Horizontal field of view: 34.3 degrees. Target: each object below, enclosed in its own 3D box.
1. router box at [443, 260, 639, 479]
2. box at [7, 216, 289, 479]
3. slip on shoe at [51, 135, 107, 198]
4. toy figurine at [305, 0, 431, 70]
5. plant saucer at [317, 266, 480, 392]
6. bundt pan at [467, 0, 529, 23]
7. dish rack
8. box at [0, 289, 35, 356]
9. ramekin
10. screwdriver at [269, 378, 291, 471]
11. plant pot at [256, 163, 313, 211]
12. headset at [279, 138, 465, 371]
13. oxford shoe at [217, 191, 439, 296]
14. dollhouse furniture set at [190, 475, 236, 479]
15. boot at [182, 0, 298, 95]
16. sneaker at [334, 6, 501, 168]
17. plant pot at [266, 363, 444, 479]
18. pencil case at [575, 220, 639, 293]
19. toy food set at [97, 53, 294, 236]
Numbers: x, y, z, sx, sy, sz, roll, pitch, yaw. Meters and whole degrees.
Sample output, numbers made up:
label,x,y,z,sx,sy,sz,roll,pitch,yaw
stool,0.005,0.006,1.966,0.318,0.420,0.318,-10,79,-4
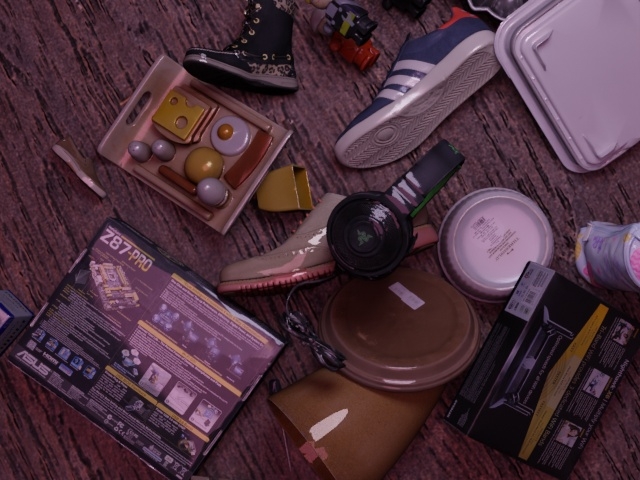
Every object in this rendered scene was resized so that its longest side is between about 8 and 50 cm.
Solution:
label,x,y,z,sx,sy,sz,roll,pitch,yaw
router box,0.384,0.224,1.751,0.243,0.081,0.308,29,89,-27
box,-0.306,0.196,1.848,0.395,0.097,0.318,35,92,5
slip on shoe,-0.433,-0.135,1.898,0.041,0.051,0.135,-43,79,-11
toy figurine,0.079,-0.425,1.795,0.148,0.209,0.213,44,90,10
plant saucer,0.134,0.139,1.759,0.278,0.041,0.277,-1,43,1
bundt pan,0.356,-0.528,1.822,0.331,0.124,0.330,0,88,5
dish rack,0.483,-0.296,1.758,0.286,0.072,0.332,-37,114,1
box,-0.593,0.158,1.848,0.072,0.137,0.126,41,91,4
ramekin,0.308,0.007,1.808,0.207,0.109,0.207,0,88,4
screwdriver,-0.066,0.332,1.862,0.025,0.024,0.169,-16,88,32
plant pot,-0.069,-0.086,1.855,0.083,0.081,0.081,-12,86,17
headset,0.097,0.015,1.643,0.394,0.243,0.185,-44,85,-3
oxford shoe,0.000,0.000,1.824,0.397,0.140,0.146,-16,83,-8
dollhouse furniture set,-0.196,0.503,1.785,0.144,0.123,0.151,4,52,16
boot,-0.136,-0.359,1.823,0.236,0.085,0.178,7,82,-40
sneaker,0.155,-0.273,1.838,0.350,0.131,0.148,-37,55,12
plant pot,0.077,0.286,1.770,0.254,0.237,0.237,-38,85,-13
pencil case,0.512,0.023,1.715,0.114,0.273,0.124,-21,93,-4
toy food set,-0.224,-0.172,1.837,0.306,0.092,0.219,33,90,18
